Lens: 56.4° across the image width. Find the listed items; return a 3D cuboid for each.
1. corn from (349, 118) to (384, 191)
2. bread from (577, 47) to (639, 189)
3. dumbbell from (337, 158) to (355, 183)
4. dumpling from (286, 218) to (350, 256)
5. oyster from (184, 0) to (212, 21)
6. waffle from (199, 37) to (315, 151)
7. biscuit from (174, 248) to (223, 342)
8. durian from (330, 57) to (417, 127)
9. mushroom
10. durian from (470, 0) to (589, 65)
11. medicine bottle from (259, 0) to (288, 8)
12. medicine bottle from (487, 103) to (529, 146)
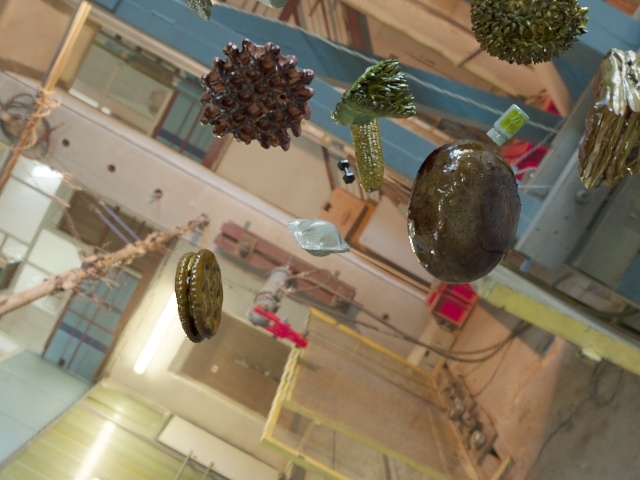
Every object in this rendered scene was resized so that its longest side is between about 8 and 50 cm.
[{"bbox_3d":[0.159,-0.303,1.968,0.102,0.102,0.313,121,141,-68],"label":"corn"},{"bbox_3d":[0.893,-0.358,1.780,0.314,0.191,0.370,84,-156,-43],"label":"bread"},{"bbox_3d":[0.080,-0.213,1.849,0.036,0.040,0.083,-28,52,13],"label":"dumbbell"},{"bbox_3d":[0.000,0.000,1.924,0.151,0.228,0.124,-105,33,-62],"label":"dumpling"},{"bbox_3d":[-0.404,-0.778,1.963,0.098,0.100,0.037,118,156,-43],"label":"oyster"},{"bbox_3d":[-0.121,-0.277,1.151,0.234,0.221,0.055,115,165,-44],"label":"waffle"},{"bbox_3d":[-0.278,0.129,1.397,0.220,0.066,0.221,-6,-90,-83],"label":"biscuit"},{"bbox_3d":[0.140,-0.396,1.636,0.394,0.198,0.163,-27,-75,-61],"label":"durian"},{"bbox_3d":[0.352,-0.075,1.446,0.239,0.345,0.345,-19,28,35],"label":"mushroom"},{"bbox_3d":[0.520,-0.573,1.529,0.258,0.293,0.258,-51,1,1],"label":"durian"},{"bbox_3d":[-0.220,-0.799,1.643,0.190,0.332,0.190,-57,-6,-10],"label":"medicine bottle"},{"bbox_3d":[0.396,-0.243,1.262,0.083,0.047,0.047,-48,5,18],"label":"medicine bottle"}]
